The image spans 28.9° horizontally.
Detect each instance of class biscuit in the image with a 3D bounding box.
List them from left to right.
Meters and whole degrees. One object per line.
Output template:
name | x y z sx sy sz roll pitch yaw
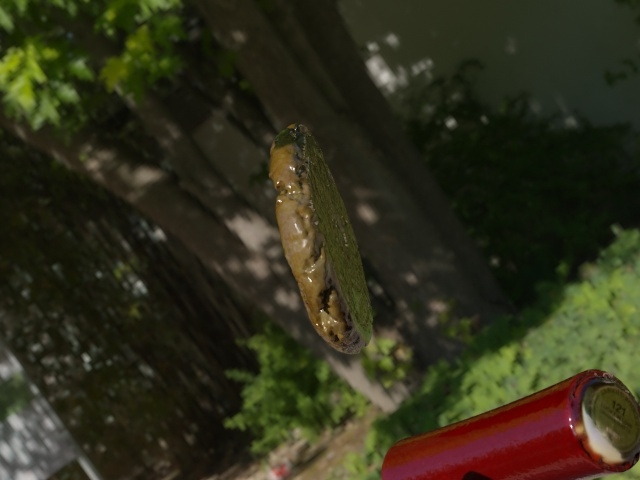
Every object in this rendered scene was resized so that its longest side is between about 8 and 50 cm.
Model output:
biscuit | 0.000 0.000 1.120 0.042 0.226 0.226 -17 5 10

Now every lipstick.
lipstick | 0.144 0.167 0.973 0.080 0.080 0.241 -37 2 -40
